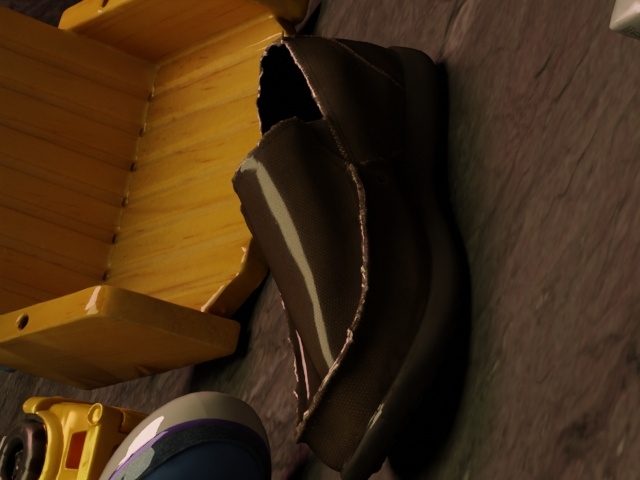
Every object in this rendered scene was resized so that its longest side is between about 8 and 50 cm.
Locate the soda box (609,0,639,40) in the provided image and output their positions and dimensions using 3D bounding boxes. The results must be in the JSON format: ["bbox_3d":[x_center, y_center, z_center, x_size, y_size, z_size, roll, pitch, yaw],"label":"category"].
[{"bbox_3d":[0.192,-0.186,0.864,0.074,0.069,0.216,158,129,-72],"label":"soda box"}]

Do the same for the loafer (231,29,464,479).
[{"bbox_3d":[0.000,0.000,1.237,0.366,0.130,0.134,-91,23,-52],"label":"loafer"}]

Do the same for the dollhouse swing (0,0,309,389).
[{"bbox_3d":[-0.235,-0.095,1.709,0.315,0.305,0.346,-17,53,48],"label":"dollhouse swing"}]

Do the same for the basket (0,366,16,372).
[{"bbox_3d":[-0.236,-0.012,1.995,0.289,0.201,0.254,-29,45,56],"label":"basket"}]

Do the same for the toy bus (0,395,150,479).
[{"bbox_3d":[-0.164,0.237,1.600,0.211,0.149,0.220,-10,65,56],"label":"toy bus"}]

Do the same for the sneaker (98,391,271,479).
[{"bbox_3d":[-0.102,0.290,1.327,0.322,0.130,0.236,-62,27,21],"label":"sneaker"}]

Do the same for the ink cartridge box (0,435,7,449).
[{"bbox_3d":[-0.285,0.295,1.964,0.176,0.127,0.128,127,156,-54],"label":"ink cartridge box"}]
